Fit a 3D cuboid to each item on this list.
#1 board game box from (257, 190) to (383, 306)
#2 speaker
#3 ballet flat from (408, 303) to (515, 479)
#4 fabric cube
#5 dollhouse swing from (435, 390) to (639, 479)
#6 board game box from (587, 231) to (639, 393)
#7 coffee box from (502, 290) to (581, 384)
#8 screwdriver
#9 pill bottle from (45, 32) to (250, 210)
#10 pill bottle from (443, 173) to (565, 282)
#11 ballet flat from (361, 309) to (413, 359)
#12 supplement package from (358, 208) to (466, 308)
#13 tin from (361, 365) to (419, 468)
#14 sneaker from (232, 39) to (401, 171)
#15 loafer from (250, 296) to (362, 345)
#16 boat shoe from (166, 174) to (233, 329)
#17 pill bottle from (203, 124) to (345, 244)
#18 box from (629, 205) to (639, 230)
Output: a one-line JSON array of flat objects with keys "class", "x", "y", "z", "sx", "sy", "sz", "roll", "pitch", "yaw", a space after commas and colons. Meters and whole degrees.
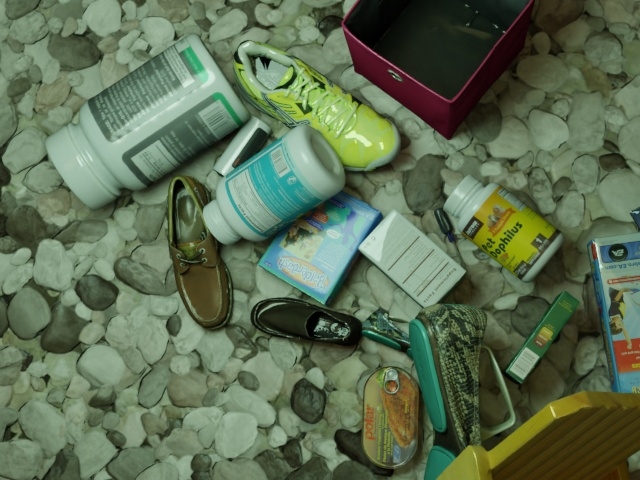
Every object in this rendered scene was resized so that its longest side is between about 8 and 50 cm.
[{"class": "board game box", "x": 0.000, "y": 0.000, "z": 1.788, "sx": 0.160, "sy": 0.047, "sz": 0.210, "roll": 31, "pitch": 86, "yaw": 17}, {"class": "speaker", "x": -0.157, "y": -0.182, "z": 1.840, "sx": 0.055, "sy": 0.055, "sz": 0.136, "roll": 35, "pitch": 87, "yaw": 11}, {"class": "ballet flat", "x": 0.264, "y": 0.350, "z": 1.641, "sx": 0.182, "sy": 0.164, "sz": 0.482, "roll": -4, "pitch": 93, "yaw": -14}, {"class": "fabric cube", "x": 0.218, "y": -0.384, "z": 1.719, "sx": 0.254, "sy": 0.258, "sz": 0.259, "roll": 38, "pitch": 87, "yaw": 10}, {"class": "dollhouse swing", "x": 0.419, "y": 0.433, "z": 1.457, "sx": 0.347, "sy": 0.305, "sz": 0.315, "roll": 9, "pitch": 62, "yaw": -32}, {"class": "board game box", "x": 0.667, "y": 0.127, "z": 1.669, "sx": 0.308, "sy": 0.086, "sz": 0.301, "roll": -8, "pitch": 81, "yaw": 6}, {"class": "coffee box", "x": 0.403, "y": 0.179, "z": 1.682, "sx": 0.040, "sy": 0.113, "sz": 0.184, "roll": 35, "pitch": 86, "yaw": 12}, {"class": "screwdriver", "x": 0.261, "y": 0.015, "z": 1.778, "sx": 0.024, "sy": 0.025, "sz": 0.169, "roll": -24, "pitch": 88, "yaw": 3}, {"class": "pill bottle", "x": -0.338, "y": -0.226, "z": 1.794, "sx": 0.361, "sy": 0.204, "sz": 0.204, "roll": -33, "pitch": 79, "yaw": 1}, {"class": "pill bottle", "x": 0.339, "y": -0.027, "z": 1.719, "sx": 0.215, "sy": 0.117, "sz": 0.117, "roll": 39, "pitch": 88, "yaw": 11}, {"class": "ballet flat", "x": 0.171, "y": 0.188, "z": 1.738, "sx": 0.188, "sy": 0.070, "sz": 0.070, "roll": 28, "pitch": 86, "yaw": 7}, {"class": "supplement package", "x": 0.174, "y": 0.042, "z": 1.736, "sx": 0.179, "sy": 0.105, "sz": 0.105, "roll": 42, "pitch": 89, "yaw": 11}, {"class": "tin", "x": 0.131, "y": 0.332, "z": 1.733, "sx": 0.106, "sy": 0.040, "sz": 0.189, "roll": 3, "pitch": 82, "yaw": 4}, {"class": "sneaker", "x": -0.021, "y": -0.257, "z": 1.779, "sx": 0.385, "sy": 0.147, "sz": 0.145, "roll": 30, "pitch": 86, "yaw": 14}, {"class": "loafer", "x": -0.029, "y": 0.151, "z": 1.759, "sx": 0.220, "sy": 0.078, "sz": 0.080, "roll": 7, "pitch": 82, "yaw": 8}, {"class": "boat shoe", "x": -0.251, "y": 0.024, "z": 1.794, "sx": 0.111, "sy": 0.104, "sz": 0.307, "roll": -16, "pitch": 80, "yaw": 5}, {"class": "pill bottle", "x": -0.094, "y": -0.094, "z": 1.736, "sx": 0.264, "sy": 0.146, "sz": 0.146, "roll": -31, "pitch": 78, "yaw": 22}, {"class": "box", "x": 0.720, "y": 0.009, "z": 1.508, "sx": 0.296, "sy": 0.183, "sz": 0.294, "roll": -32, "pitch": 79, "yaw": 20}]
